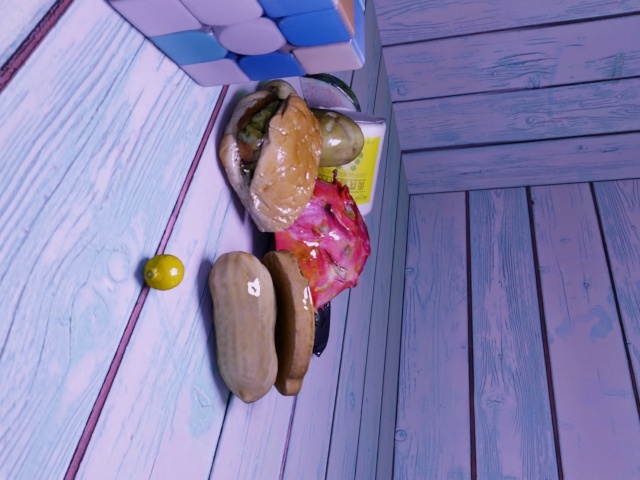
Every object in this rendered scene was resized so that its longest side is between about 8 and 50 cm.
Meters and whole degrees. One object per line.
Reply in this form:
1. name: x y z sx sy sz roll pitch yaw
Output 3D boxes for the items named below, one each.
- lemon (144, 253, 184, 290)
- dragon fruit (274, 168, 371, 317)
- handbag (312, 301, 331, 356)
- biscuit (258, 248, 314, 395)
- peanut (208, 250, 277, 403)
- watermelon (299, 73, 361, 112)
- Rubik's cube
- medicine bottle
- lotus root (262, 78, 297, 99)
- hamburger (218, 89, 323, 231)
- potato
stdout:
1. lemon: -0.255 0.052 1.011 0.083 0.062 0.062 -1 88 -71
2. dragon fruit: 0.000 0.000 1.563 0.386 0.249 0.370 -91 174 -70
3. handbag: -0.017 0.200 1.804 0.211 0.089 0.254 51 42 -69
4. biscuit: -0.088 0.156 1.349 0.287 0.057 0.343 -125 -146 -44
5. peanut: -0.146 0.171 1.246 0.147 0.148 0.318 -51 136 -68
6. watermelon: 0.033 -0.438 2.037 0.224 0.180 0.305 38 -23 46
7. Rubik's cube: -0.122 -0.500 1.077 0.346 0.347 0.344 27 62 -72
8. medicine bottle: 0.056 -0.180 1.786 0.213 0.214 0.378 -56 156 -65
9. lotus root: -0.107 -0.366 1.597 0.183 0.077 0.090 -4 98 -77
10. hamburger: -0.113 -0.201 1.359 0.209 0.162 0.329 41 55 -59
11. potato: -0.015 -0.258 1.561 0.197 0.228 0.148 -1 103 -49
